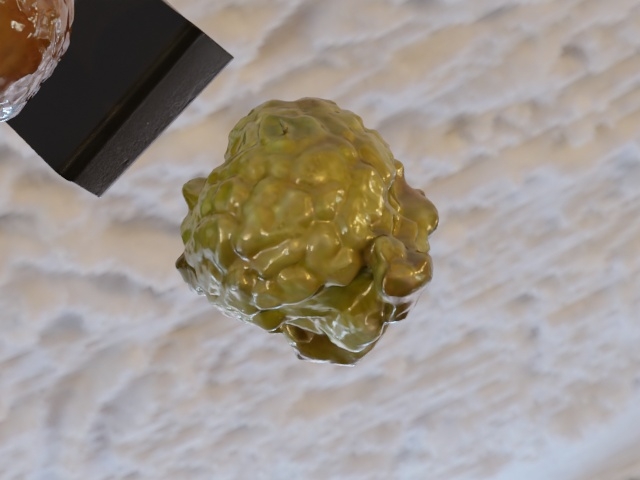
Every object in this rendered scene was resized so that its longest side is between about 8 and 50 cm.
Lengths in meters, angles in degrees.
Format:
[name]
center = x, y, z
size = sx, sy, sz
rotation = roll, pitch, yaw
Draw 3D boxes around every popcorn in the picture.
[popcorn]
center = 0.000, 0.000, 1.359
size = 0.206, 0.251, 0.237
rotation = -43, 144, -15

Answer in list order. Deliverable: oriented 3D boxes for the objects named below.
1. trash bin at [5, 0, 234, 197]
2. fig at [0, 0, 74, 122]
[trash bin]
center = -0.240, -0.184, 1.843
size = 0.225, 0.165, 0.115
rotation = -50, 155, 4
[fig]
center = -0.393, -0.172, 1.305
size = 0.369, 0.286, 0.286
rotation = -36, 160, 1
